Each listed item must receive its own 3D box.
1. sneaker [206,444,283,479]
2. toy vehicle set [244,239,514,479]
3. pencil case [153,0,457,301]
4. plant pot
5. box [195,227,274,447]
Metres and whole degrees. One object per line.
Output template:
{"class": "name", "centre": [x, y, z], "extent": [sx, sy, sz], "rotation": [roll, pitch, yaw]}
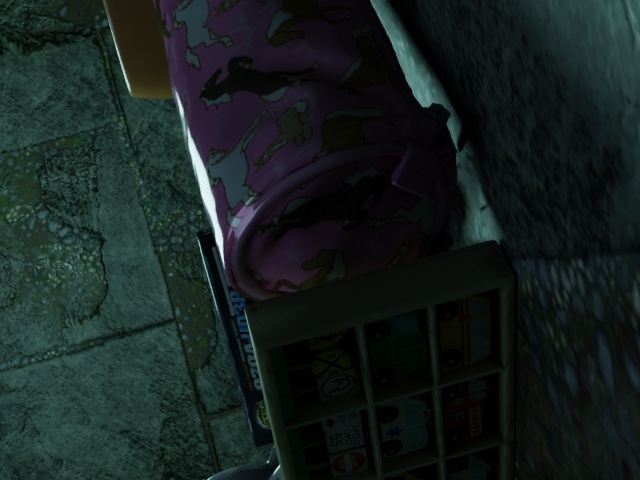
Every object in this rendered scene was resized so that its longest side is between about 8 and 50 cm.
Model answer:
{"class": "sneaker", "centre": [0.013, 0.176, 1.006], "extent": [0.137, 0.210, 0.366], "rotation": [51, 162, 34]}
{"class": "toy vehicle set", "centre": [0.049, 0.121, 0.849], "extent": [0.267, 0.166, 0.035], "rotation": [81, 172, -46]}
{"class": "pencil case", "centre": [-0.026, -0.131, 0.894], "extent": [0.160, 0.167, 0.386], "rotation": [98, 159, -44]}
{"class": "plant pot", "centre": [-0.140, -0.280, 1.378], "extent": [0.291, 0.203, 0.291], "rotation": [165, 90, -85]}
{"class": "box", "centre": [-0.011, 0.076, 1.224], "extent": [0.051, 0.175, 0.220], "rotation": [-137, 31, -79]}
